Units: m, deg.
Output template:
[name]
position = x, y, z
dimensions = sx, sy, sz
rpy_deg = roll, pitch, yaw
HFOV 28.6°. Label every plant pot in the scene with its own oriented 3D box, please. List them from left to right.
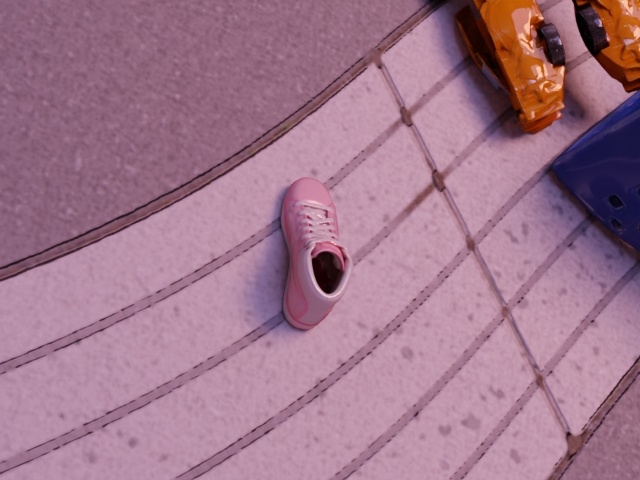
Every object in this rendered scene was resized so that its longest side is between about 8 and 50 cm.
[plant pot]
position = 0.400, -0.077, 1.157
dimensions = 0.236, 0.236, 0.212
rpy_deg = -35, 91, -33

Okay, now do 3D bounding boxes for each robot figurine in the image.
[robot figurine]
position = 0.202, -0.259, 1.199
dimensions = 0.211, 0.085, 0.291
rpy_deg = -21, 76, 2

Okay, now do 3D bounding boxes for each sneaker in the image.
[sneaker]
position = 0.000, 0.000, 1.024
dimensions = 0.051, 0.070, 0.134
rpy_deg = 11, 63, -19
